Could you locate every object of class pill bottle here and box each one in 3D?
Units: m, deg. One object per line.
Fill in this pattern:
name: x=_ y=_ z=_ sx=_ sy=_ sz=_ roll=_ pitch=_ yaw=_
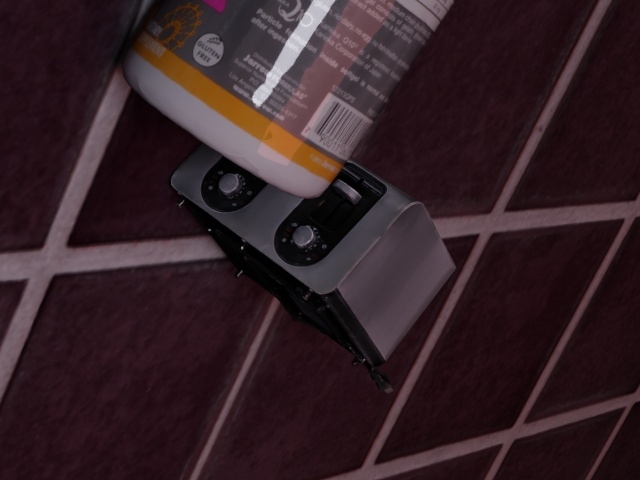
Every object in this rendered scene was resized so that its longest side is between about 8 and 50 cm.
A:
pill bottle: x=0.008 y=-0.179 z=1.168 sx=0.278 sy=0.162 sz=0.162 roll=-56 pitch=151 yaw=4

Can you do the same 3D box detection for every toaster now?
toaster: x=0.000 y=0.000 z=1.347 sx=0.110 sy=0.168 sz=0.185 roll=-49 pitch=151 yaw=-9
